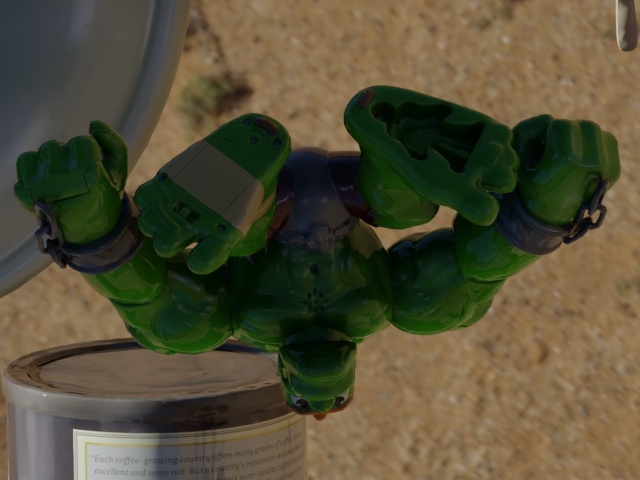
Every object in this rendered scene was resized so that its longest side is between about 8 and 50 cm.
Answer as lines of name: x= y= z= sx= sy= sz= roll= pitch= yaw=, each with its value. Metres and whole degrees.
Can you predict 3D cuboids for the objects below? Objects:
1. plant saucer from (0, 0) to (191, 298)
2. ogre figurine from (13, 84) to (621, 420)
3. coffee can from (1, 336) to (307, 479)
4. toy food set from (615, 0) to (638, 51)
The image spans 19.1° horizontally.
plant saucer: x=-0.270 y=-0.147 z=1.033 sx=0.400 sy=0.100 sz=0.400 roll=-1 pitch=86 yaw=16
ogre figurine: x=0.000 y=0.000 z=0.680 sx=0.197 sy=0.118 sz=0.097 roll=-21 pitch=62 yaw=-14
coffee can: x=-0.106 y=0.217 z=1.263 sx=0.201 sy=0.201 sz=0.275 roll=6 pitch=100 yaw=40
toy food set: x=0.322 y=-0.203 z=1.482 sx=0.192 sy=0.132 sz=0.038 roll=-9 pitch=30 yaw=3
